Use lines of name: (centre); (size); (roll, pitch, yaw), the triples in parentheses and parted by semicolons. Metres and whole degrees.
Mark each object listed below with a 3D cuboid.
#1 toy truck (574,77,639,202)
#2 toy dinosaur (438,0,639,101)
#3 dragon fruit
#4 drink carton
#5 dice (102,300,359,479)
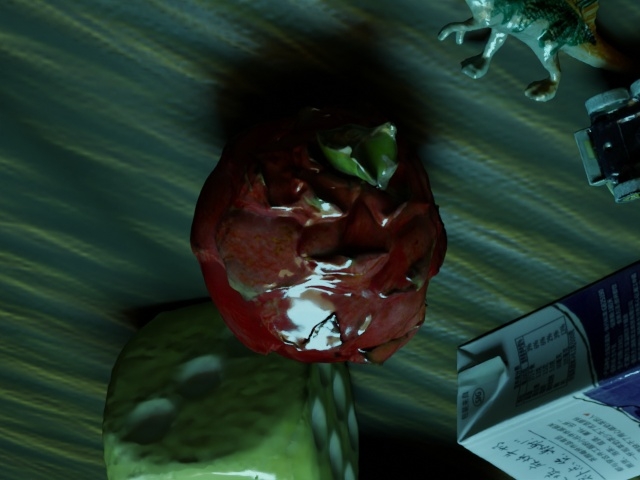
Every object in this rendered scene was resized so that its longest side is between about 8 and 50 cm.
toy truck: (0.254, -0.078, 0.993); (0.169, 0.077, 0.100); (-22, 168, 23)
toy dinosaur: (0.143, -0.142, 0.959); (0.187, 0.044, 0.106); (-1, 130, -9)
dragon fruit: (0.000, 0.000, 1.040); (0.172, 0.172, 0.209); (-3, 137, 8)
drink carton: (0.230, 0.116, 1.228); (0.222, 0.102, 0.134); (-29, 134, 34)
dice: (-0.068, 0.159, 1.249); (0.169, 0.166, 0.169); (-7, 141, 13)
